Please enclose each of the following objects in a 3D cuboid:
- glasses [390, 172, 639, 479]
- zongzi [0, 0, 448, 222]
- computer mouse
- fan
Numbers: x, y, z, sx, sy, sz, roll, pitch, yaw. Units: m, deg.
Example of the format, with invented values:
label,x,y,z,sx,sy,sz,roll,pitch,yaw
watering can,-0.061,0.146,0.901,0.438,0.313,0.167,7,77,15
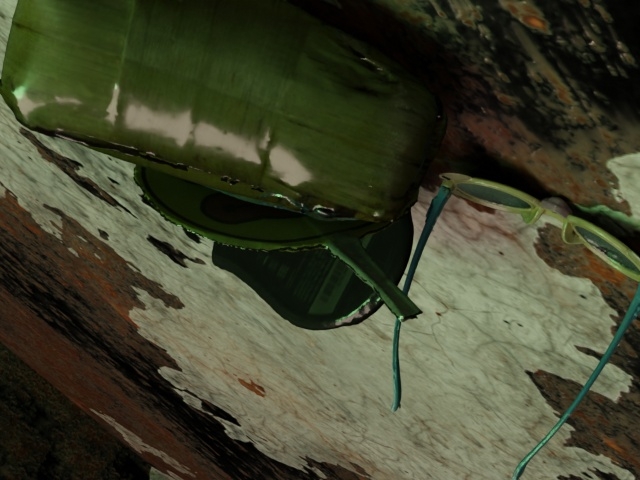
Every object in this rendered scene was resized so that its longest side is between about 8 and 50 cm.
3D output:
label,x,y,z,sx,sy,sz,roll,pitch,yaw
glasses,0.153,0.063,1.135,0.189,0.221,0.088,26,-162,15
zongzi,-0.071,-0.123,1.131,0.322,0.160,0.360,21,-175,-5
computer mouse,0.000,0.000,1.215,0.088,0.147,0.264,29,-176,-45
fan,-0.013,-0.031,1.090,0.335,0.229,0.011,46,140,45
